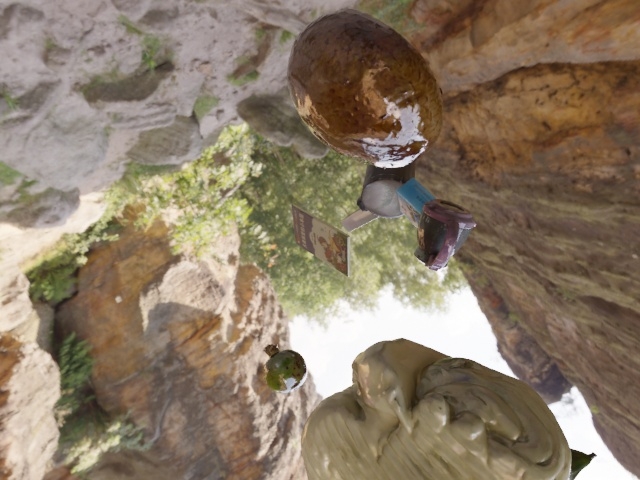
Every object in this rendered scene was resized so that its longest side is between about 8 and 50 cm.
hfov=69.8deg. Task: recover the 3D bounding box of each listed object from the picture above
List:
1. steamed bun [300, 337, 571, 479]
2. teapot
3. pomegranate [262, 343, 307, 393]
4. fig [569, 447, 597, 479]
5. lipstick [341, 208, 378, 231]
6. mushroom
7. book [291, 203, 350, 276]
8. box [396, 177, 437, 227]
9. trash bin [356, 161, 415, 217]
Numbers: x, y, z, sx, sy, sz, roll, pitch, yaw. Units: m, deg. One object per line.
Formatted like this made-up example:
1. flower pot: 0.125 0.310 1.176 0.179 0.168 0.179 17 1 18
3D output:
1. steamed bun: 0.167 0.319 0.708 0.247 0.339 0.352 -2 121 -60
2. teapot: 0.270 -0.003 1.002 0.116 0.146 0.148 6 -157 -27
3. pomegranate: -0.094 0.338 1.214 0.130 0.130 0.130 -26 -177 1
4. fig: 0.489 0.464 0.956 0.177 0.117 0.117 6 -176 1
5. lipstick: 0.219 -0.128 2.244 0.076 0.080 0.371 -39 -176 -24
6. mushroom: 0.127 -0.305 0.925 0.356 0.331 0.334 -25 145 -9
7. book: 0.000 0.000 1.934 0.322 0.228 0.018 30 -129 33
8. box: 0.360 -0.084 1.539 0.083 0.232 0.142 -39 150 -4
9. trash bin: 0.278 -0.263 1.848 0.252 0.203 0.301 -22 -143 33
